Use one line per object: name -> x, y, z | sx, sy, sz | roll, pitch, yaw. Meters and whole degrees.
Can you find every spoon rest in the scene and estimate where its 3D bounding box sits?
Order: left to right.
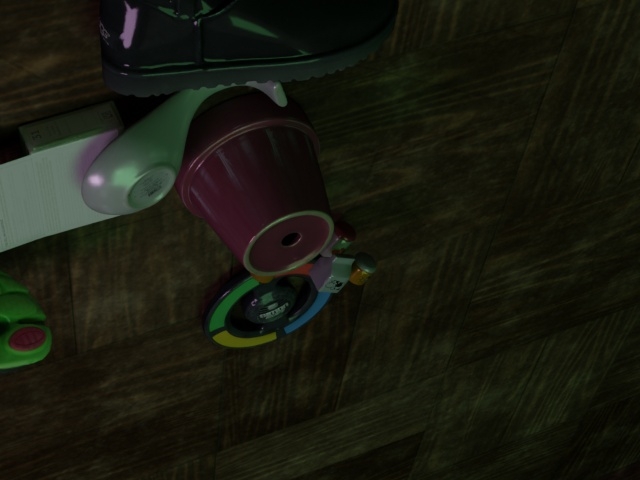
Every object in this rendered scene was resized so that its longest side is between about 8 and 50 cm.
spoon rest -> -0.176, -0.127, 1.563 | 0.276, 0.084, 0.137 | -35, 155, -7

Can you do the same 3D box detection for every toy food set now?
toy food set -> 0.000, 0.000, 1.886 | 0.232, 0.111, 0.104 | 7, 135, -40

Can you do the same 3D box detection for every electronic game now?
electronic game -> -0.080, 0.099, 2.032 | 0.229, 0.048, 0.229 | -20, 148, -13

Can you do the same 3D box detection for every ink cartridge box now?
ink cartridge box -> -0.351, -0.068, 1.560 | 0.235, 0.056, 0.171 | -18, 147, -17

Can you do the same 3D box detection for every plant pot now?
plant pot -> -0.076, -0.062, 1.669 | 0.201, 0.180, 0.201 | -20, 148, -13

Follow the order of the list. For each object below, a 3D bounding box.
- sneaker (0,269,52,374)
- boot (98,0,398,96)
sneaker -> -0.583, 0.139, 1.593 | 0.483, 0.185, 0.202 | -7, 151, -15
boot -> -0.059, -0.363, 1.296 | 0.367, 0.146, 0.445 | -18, 143, -20
